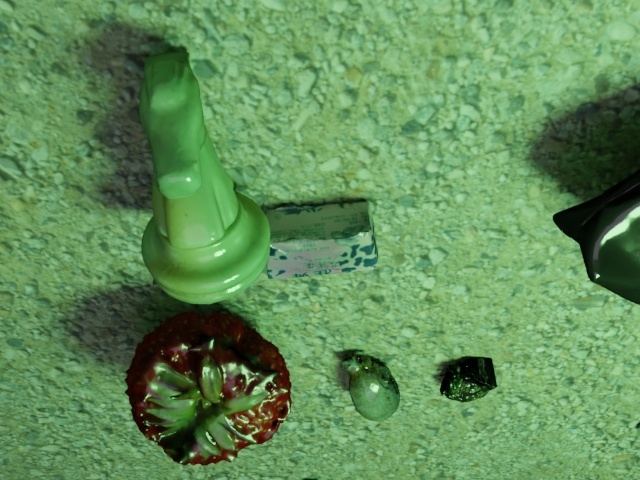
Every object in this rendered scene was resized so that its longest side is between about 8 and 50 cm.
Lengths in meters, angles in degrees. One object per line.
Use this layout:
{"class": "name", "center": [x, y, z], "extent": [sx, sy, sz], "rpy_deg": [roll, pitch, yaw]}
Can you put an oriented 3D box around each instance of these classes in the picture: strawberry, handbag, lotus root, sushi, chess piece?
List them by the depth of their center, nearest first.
{"class": "chess piece", "center": [-0.158, -0.072, 1.017], "extent": [0.175, 0.176, 0.298], "rpy_deg": [-5, 137, 2]}
{"class": "handbag", "center": [0.493, -0.043, 1.104], "extent": [0.288, 0.152, 0.342], "rpy_deg": [-39, 147, 25]}
{"class": "strawberry", "center": [-0.181, 0.220, 1.334], "extent": [0.261, 0.258, 0.261], "rpy_deg": [-3, 116, -5]}
{"class": "lotus root", "center": [0.091, 0.258, 1.477], "extent": [0.088, 0.088, 0.165], "rpy_deg": [-17, 127, 14]}
{"class": "sushi", "center": [0.258, 0.252, 1.501], "extent": [0.084, 0.056, 0.083], "rpy_deg": [5, 145, -12]}

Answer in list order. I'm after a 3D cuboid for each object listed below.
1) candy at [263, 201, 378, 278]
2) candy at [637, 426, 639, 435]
{"class": "candy", "center": [0.000, 0.000, 1.185], "extent": [0.160, 0.073, 0.092], "rpy_deg": [-5, 137, 2]}
{"class": "candy", "center": [0.711, 0.420, 1.726], "extent": [0.182, 0.046, 0.053], "rpy_deg": [32, 125, -31]}
